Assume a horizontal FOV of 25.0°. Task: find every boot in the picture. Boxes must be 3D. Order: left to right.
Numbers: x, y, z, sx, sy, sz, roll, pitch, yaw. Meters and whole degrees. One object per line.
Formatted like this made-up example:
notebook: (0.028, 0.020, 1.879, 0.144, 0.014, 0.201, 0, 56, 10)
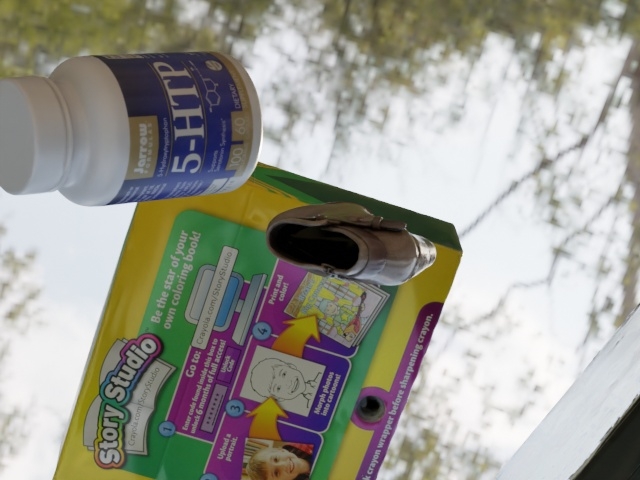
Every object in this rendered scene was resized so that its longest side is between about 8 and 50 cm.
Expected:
boot: (0.000, 0.000, 0.735, 0.118, 0.042, 0.087, 5, -179, 34)

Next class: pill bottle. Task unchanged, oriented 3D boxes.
pill bottle: (-0.147, -0.083, 1.071, 0.186, 0.112, 0.112, -9, -144, -38)

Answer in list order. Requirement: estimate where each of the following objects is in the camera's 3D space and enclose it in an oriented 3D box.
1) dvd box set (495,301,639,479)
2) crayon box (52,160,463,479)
dvd box set: (0.257, 0.121, 1.146, 0.062, 0.308, 0.420, 40, -177, 6)
crayon box: (-0.068, 0.112, 1.446, 0.313, 0.363, 0.106, 18, -163, -7)
